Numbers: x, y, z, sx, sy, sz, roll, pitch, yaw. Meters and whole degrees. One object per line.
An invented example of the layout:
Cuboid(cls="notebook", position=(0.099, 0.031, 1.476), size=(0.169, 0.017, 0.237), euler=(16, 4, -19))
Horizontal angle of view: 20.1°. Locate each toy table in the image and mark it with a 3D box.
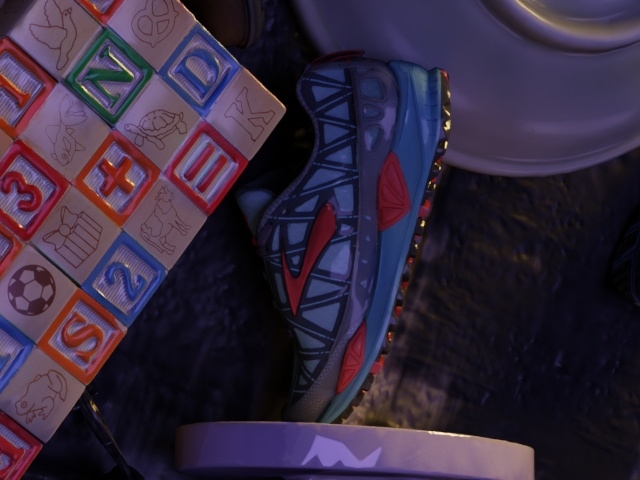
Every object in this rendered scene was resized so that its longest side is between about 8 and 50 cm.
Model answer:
Cuboid(cls="toy table", position=(0.025, 0.204, 1.143), size=(0.274, 0.252, 0.161), euler=(10, 76, -32))

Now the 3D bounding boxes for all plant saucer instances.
Cuboid(cls="plant saucer", position=(0.165, -0.236, 1.214), size=(0.400, 0.100, 0.401), euler=(-4, 100, -22))

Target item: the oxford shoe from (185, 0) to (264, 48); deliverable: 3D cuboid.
Cuboid(cls="oxford shoe", position=(-0.115, -0.205, 1.092), size=(0.096, 0.083, 0.227), euler=(-37, 101, -21))

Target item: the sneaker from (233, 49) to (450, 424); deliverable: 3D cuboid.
Cuboid(cls="sneaker", position=(0.000, 0.000, 1.193), size=(0.125, 0.104, 0.262), euler=(15, 100, 0))

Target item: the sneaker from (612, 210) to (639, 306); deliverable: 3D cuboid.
Cuboid(cls="sneaker", position=(0.303, -0.033, 1.382), size=(0.081, 0.080, 0.211), euler=(35, 86, -37))

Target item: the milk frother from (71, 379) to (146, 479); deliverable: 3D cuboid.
Cuboid(cls="milk frother", position=(-0.174, 0.164, 1.096), size=(0.134, 0.129, 0.143), euler=(-21, 63, -29))

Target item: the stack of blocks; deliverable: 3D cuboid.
Cuboid(cls="stack of blocks", position=(-0.178, -0.019, 1.065), size=(0.171, 0.087, 0.297), euler=(43, 73, -29))
